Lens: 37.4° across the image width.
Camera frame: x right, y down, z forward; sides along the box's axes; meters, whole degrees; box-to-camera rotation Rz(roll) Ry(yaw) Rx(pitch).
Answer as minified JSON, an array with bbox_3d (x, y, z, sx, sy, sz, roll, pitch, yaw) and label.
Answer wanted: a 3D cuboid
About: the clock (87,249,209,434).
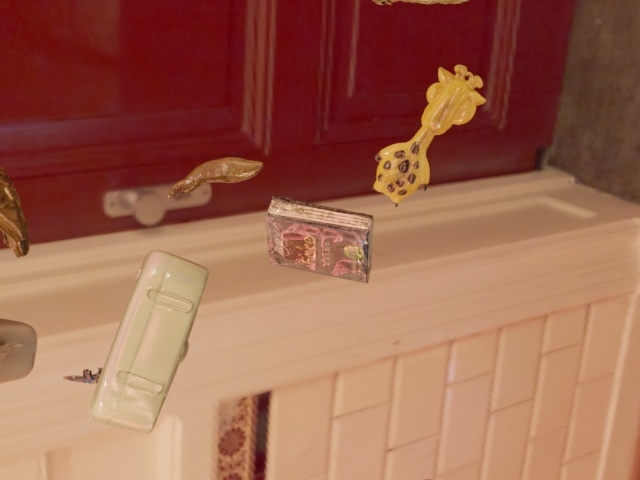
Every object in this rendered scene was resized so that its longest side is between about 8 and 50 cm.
[{"bbox_3d":[-0.270,0.160,1.480,0.324,0.109,0.265,149,140,-76],"label":"clock"}]

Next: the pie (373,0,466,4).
[{"bbox_3d":[0.153,-0.490,1.637,0.306,0.306,0.071,46,147,39],"label":"pie"}]

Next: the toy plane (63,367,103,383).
[{"bbox_3d":[-0.462,0.291,2.029,0.062,0.188,0.135,97,-179,-45],"label":"toy plane"}]

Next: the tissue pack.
[{"bbox_3d":[0.000,0.000,2.096,0.235,0.073,0.173,11,138,10],"label":"tissue pack"}]

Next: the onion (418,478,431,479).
[{"bbox_3d":[0.265,0.701,2.131,0.354,0.354,0.353,18,113,52],"label":"onion"}]

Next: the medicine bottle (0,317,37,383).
[{"bbox_3d":[-0.688,0.189,1.641,0.282,0.375,0.123,7,91,22],"label":"medicine bottle"}]

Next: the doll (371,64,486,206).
[{"bbox_3d":[0.197,-0.196,1.770,0.117,0.086,0.291,33,107,-2],"label":"doll"}]

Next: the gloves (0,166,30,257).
[{"bbox_3d":[-0.639,-0.082,1.743,0.331,0.154,0.141,26,92,30],"label":"gloves"}]

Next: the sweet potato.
[{"bbox_3d":[-0.148,-0.094,1.326,0.153,0.041,0.038,-14,126,22],"label":"sweet potato"}]
